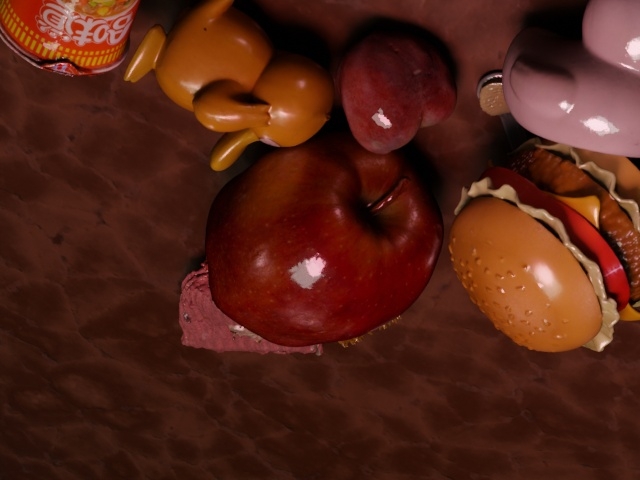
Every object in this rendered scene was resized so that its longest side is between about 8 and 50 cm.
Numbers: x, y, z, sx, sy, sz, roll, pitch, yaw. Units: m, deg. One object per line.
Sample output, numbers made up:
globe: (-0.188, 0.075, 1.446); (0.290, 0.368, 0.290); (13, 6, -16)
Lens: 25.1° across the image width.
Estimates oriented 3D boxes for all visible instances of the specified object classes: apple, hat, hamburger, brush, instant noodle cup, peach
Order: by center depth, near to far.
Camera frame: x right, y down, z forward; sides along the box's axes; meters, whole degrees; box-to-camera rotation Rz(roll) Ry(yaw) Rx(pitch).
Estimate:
instant noodle cup: (-0.284, -0.337, 1.748); (0.193, 0.193, 0.212); (28, 132, -9)
hamburger: (0.282, 0.015, 1.772); (0.274, 0.212, 0.274); (45, 161, 20)
peach: (0.087, -0.191, 1.780); (0.152, 0.152, 0.152); (12, 140, 10)
brush: (0.263, -0.113, 1.872); (0.062, 0.027, 0.266); (-8, 133, 22)
apple: (0.000, 0.000, 1.906); (0.288, 0.288, 0.317); (42, 138, -24)
hat: (-0.122, 0.102, 2.221); (0.237, 0.107, 0.286); (2, 143, 7)

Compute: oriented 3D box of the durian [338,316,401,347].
durian: (0.049, 0.073, 2.134); (0.132, 0.165, 0.182); (35, 135, 53)

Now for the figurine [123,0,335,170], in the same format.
figurine: (-0.106, -0.203, 1.809); (0.215, 0.215, 0.228); (-30, 101, 43)

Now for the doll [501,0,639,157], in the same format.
doll: (0.328, -0.209, 1.636); (0.251, 0.221, 0.221); (22, 151, 45)
